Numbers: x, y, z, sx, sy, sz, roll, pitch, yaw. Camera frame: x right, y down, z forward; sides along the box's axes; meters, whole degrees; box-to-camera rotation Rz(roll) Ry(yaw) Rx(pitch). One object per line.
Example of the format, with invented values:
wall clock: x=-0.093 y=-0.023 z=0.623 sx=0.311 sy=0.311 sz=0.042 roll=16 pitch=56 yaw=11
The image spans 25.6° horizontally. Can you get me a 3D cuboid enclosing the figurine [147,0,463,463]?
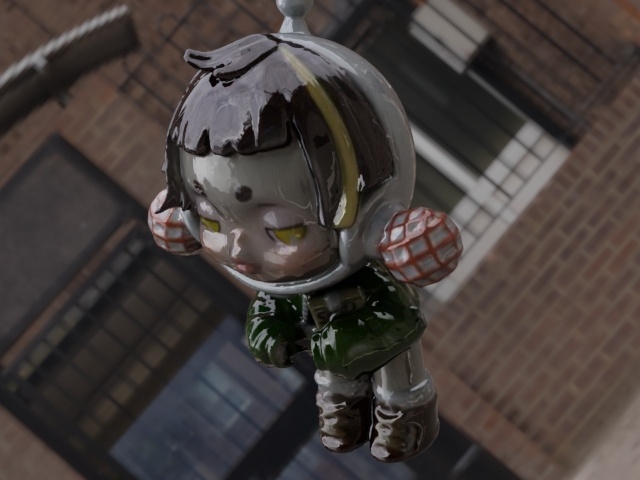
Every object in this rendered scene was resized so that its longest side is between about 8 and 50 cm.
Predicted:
figurine: x=0.000 y=0.000 z=1.046 sx=0.281 sy=0.370 sz=0.167 roll=6 pitch=35 yaw=39
